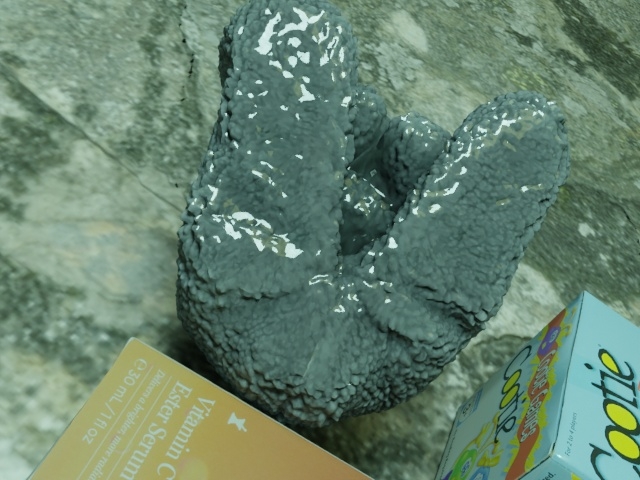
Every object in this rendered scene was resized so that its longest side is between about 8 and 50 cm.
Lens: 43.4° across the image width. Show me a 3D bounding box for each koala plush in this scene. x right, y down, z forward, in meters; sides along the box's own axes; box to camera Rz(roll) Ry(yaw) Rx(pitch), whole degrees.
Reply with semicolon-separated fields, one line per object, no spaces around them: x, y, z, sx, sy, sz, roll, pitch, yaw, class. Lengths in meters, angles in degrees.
0.000;0.000;0.486;0.196;0.221;0.203;23;82;-8;koala plush

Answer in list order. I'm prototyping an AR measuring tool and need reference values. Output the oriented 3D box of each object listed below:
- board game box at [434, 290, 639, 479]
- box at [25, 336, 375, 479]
0.214;0.187;0.470;0.275;0.142;0.144;35;39;1;board game box
-0.054;0.150;0.359;0.170;0.091;0.130;31;39;-4;box
